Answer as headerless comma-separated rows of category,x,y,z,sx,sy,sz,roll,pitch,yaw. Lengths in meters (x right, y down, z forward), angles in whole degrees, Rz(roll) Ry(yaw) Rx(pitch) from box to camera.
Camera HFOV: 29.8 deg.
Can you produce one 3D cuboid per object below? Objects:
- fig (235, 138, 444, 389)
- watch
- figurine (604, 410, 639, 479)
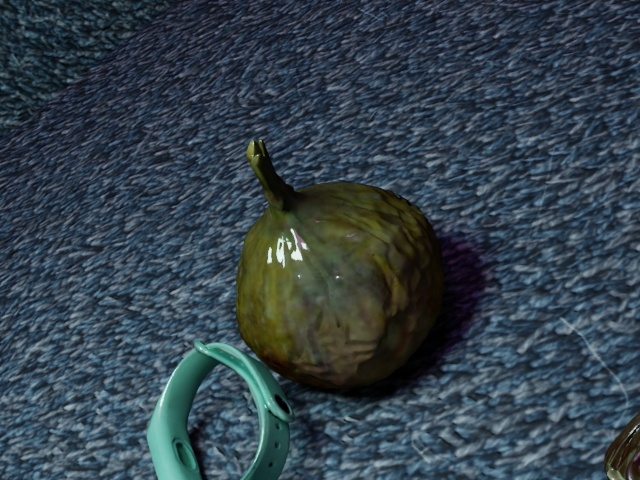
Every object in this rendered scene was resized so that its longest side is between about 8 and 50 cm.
fig,0.000,0.000,1.498,0.286,0.369,0.286,-14,40,12
watch,-0.132,0.232,1.517,0.195,0.068,0.237,-42,43,15
figurine,0.295,0.256,1.058,0.187,0.168,0.315,-13,14,25
